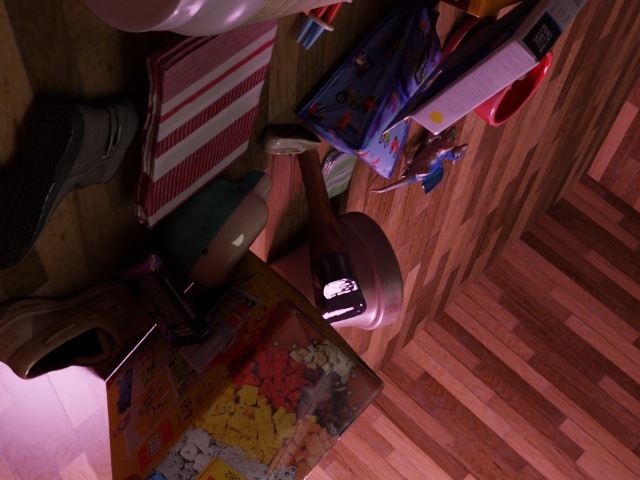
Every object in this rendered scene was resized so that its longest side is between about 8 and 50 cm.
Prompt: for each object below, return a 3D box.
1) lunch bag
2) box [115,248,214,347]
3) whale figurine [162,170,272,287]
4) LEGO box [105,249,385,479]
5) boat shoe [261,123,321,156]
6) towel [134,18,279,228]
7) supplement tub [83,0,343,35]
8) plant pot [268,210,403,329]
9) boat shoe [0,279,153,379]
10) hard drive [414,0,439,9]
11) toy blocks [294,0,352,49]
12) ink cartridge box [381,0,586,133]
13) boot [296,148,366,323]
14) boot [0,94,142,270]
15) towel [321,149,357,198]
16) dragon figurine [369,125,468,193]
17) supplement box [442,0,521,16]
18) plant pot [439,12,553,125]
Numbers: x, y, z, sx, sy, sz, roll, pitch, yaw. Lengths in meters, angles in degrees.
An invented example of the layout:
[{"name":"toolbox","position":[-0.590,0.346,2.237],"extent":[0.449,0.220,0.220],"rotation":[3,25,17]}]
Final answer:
[{"name":"lunch bag","position":[0.119,-0.285,1.579],"extent":[0.293,0.138,0.221],"rotation":[-59,160,2]},{"name":"box","position":[-0.242,0.093,1.375],"extent":[0.029,0.162,0.116],"rotation":[-39,-167,-32]},{"name":"whale figurine","position":[-0.164,-0.040,1.444],"extent":[0.216,0.141,0.272],"rotation":[-53,-176,24]},{"name":"LEGO box","position":[-0.154,0.236,1.451],"extent":[0.372,0.193,0.500],"rotation":[-49,-161,-2]},{"name":"boat shoe","position":[-0.053,-0.169,1.523],"extent":[0.135,0.050,0.045],"rotation":[-2,134,-51]},{"name":"towel","position":[-0.156,-0.178,1.211],"extent":[0.237,0.037,0.329],"rotation":[-43,165,-35]},{"name":"supplement tub","position":[-0.076,-0.334,0.880],"extent":[0.325,0.235,0.235],"rotation":[-29,152,-44]},{"name":"plant pot","position":[0.015,0.091,1.892],"extent":[0.229,0.263,0.263],"rotation":[-19,148,-25]},{"name":"boat shoe","position":[-0.358,0.147,1.359],"extent":[0.121,0.110,0.341],"rotation":[-57,159,22]},{"name":"hard drive","position":[0.198,-0.460,1.543],"extent":[0.094,0.022,0.135],"rotation":[-47,161,-4]},{"name":"toy blocks","position":[-0.002,-0.349,1.280],"extent":[0.148,0.054,0.123],"rotation":[-55,160,18]},{"name":"ink cartridge box","position":[0.278,-0.298,1.463],"extent":[0.307,0.072,0.303],"rotation":[-35,-168,48]},{"name":"boot","position":[0.000,0.000,1.666],"extent":[0.096,0.280,0.264],"rotation":[-17,154,3]},{"name":"boot","position":[-0.315,-0.070,1.107],"extent":[0.246,0.083,0.161],"rotation":[-55,165,20]},{"name":"towel","position":[0.038,-0.136,1.804],"extent":[0.113,0.023,0.152],"rotation":[-34,156,-35]},{"name":"dragon figurine","position":[0.244,-0.171,2.082],"extent":[0.289,0.085,0.144],"rotation":[-46,160,-12]},{"name":"supplement box","position":[0.222,-0.448,1.336],"extent":[0.191,0.194,0.129],"rotation":[-30,142,-43]},{"name":"plant pot","position":[0.351,-0.358,1.831],"extent":[0.191,0.174,0.191],"rotation":[-42,159,-20]}]
